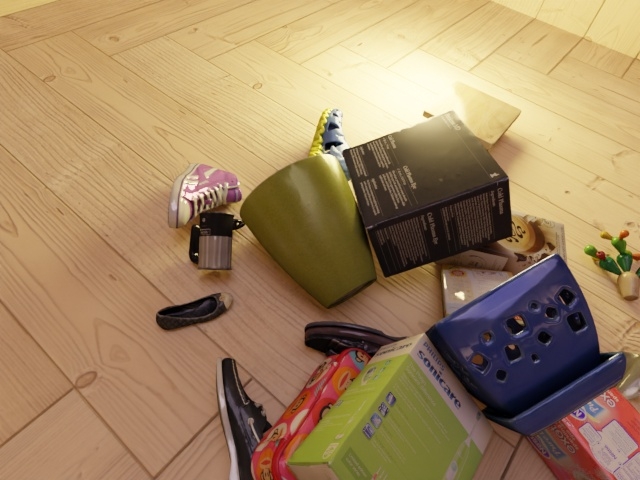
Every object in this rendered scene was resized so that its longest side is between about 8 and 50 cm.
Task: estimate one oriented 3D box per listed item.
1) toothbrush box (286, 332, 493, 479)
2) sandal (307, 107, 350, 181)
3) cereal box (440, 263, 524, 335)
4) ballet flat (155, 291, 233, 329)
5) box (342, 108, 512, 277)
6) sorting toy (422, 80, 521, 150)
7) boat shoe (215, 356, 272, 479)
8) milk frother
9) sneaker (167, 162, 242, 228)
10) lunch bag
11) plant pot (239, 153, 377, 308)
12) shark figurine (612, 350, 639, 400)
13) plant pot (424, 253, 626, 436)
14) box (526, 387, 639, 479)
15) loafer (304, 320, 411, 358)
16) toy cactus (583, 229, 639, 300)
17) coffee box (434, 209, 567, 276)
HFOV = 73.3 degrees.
[{"bbox_3d":[0.121,0.319,0.672,0.283,0.122,0.206,-38,91,-41],"label":"toothbrush box"},{"bbox_3d":[0.036,-0.272,1.305,0.138,0.126,0.318,13,60,-2],"label":"sandal"},{"bbox_3d":[0.367,0.133,0.987,0.172,0.048,0.240,8,25,11],"label":"cereal box"},{"bbox_3d":[-0.278,0.156,0.963,0.173,0.049,0.058,-19,57,-20],"label":"ballet flat"},{"bbox_3d":[0.248,-0.125,1.066,0.312,0.179,0.344,-19,41,9],"label":"box"},{"bbox_3d":[0.513,-0.414,1.488,0.255,0.090,0.257,34,56,19],"label":"sorting toy"},{"bbox_3d":[-0.133,0.357,0.791,0.091,0.114,0.303,-10,66,-14],"label":"boat shoe"},{"bbox_3d":[-0.241,0.006,1.064,0.143,0.129,0.135,5,84,-39],"label":"milk frother"},{"bbox_3d":[-0.290,-0.118,1.118,0.160,0.102,0.282,12,36,-5],"label":"sneaker"},{"bbox_3d":[0.051,0.370,0.757,0.258,0.120,0.293,48,48,-4],"label":"lunch bag"},{"bbox_3d":[0.000,0.000,1.014,0.274,0.275,0.294,-25,75,-24],"label":"plant pot"},{"bbox_3d":[0.689,0.294,0.968,0.278,0.166,0.116,-29,33,-6],"label":"shark figurine"},{"bbox_3d":[0.337,0.189,0.740,0.235,0.236,0.212,-31,71,-2],"label":"plant pot"},{"bbox_3d":[0.495,0.350,0.848,0.153,0.142,0.300,-21,57,-22],"label":"box"},{"bbox_3d":[0.109,0.245,0.910,0.302,0.109,0.095,12,55,-2],"label":"loafer"},{"bbox_3d":[0.828,0.069,1.150,0.218,0.112,0.181,16,61,-5],"label":"toy cactus"},{"bbox_3d":[0.466,0.009,1.128,0.296,0.119,0.168,16,52,6],"label":"coffee box"}]
